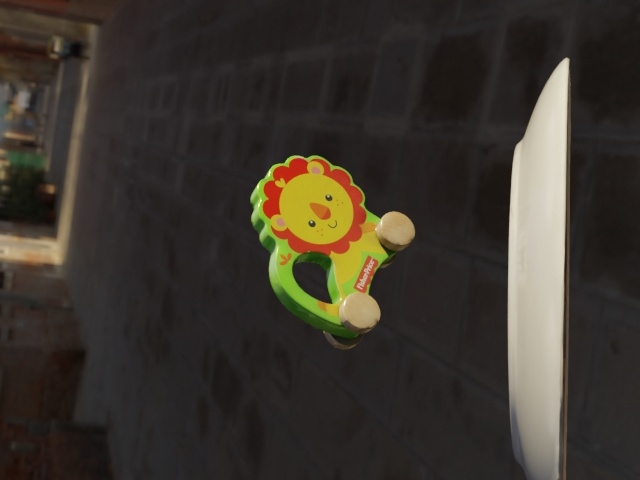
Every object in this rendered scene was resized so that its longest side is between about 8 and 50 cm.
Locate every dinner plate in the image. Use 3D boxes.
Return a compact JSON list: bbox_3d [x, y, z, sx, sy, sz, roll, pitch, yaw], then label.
[{"bbox_3d":[0.066,0.018,0.325,0.141,0.017,0.141,-1,-90,-76],"label":"dinner plate"}]

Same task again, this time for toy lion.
[{"bbox_3d":[0.000,0.000,0.646,0.034,0.096,0.100,-51,11,55],"label":"toy lion"}]
